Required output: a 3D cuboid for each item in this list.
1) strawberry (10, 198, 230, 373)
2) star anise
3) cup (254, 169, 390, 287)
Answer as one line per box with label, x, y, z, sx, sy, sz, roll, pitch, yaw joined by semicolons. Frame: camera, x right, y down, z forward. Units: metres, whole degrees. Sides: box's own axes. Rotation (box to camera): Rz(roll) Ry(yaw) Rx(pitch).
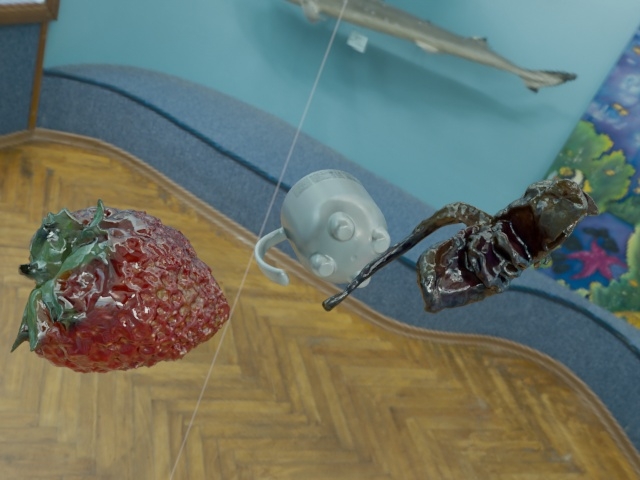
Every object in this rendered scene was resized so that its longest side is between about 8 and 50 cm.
strawberry;-0.143;0.039;0.473;0.131;0.131;0.148;46;-2;32
star anise;0.089;0.013;0.428;0.070;0.190;0.097;61;8;6
cup;0.005;-0.011;0.885;0.173;0.134;0.142;3;27;-18
